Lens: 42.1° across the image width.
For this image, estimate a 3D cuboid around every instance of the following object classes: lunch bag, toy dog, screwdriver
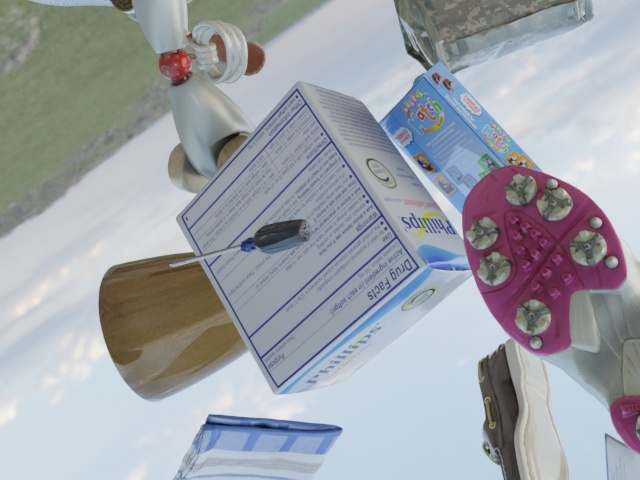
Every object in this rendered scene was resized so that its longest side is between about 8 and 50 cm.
[{"bbox_3d":[0.247,-0.353,1.246,0.235,0.168,0.287,-18,-155,0],"label":"lunch bag"},{"bbox_3d":[-0.146,-0.218,1.199,0.220,0.333,0.161,27,-134,26],"label":"toy dog"},{"bbox_3d":[-0.074,0.010,0.700,0.170,0.024,0.025,-19,-122,38],"label":"screwdriver"}]

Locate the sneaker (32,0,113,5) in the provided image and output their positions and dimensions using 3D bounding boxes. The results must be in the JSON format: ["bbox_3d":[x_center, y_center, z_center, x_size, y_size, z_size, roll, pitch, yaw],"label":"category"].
[{"bbox_3d":[-0.405,-0.468,1.357,0.256,0.151,0.094,2,177,-8],"label":"sneaker"}]

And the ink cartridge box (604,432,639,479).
[{"bbox_3d":[0.567,0.478,1.263,0.072,0.303,0.307,-15,-162,-17],"label":"ink cartridge box"}]

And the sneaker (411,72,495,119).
[{"bbox_3d":[0.235,-0.189,1.390,0.092,0.228,0.087,-40,-165,-11],"label":"sneaker"}]

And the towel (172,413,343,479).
[{"bbox_3d":[-0.109,0.348,1.208,0.034,0.209,0.285,-102,-151,-44],"label":"towel"}]

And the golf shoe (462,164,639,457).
[{"bbox_3d":[0.221,0.068,0.630,0.115,0.306,0.140,-42,148,13],"label":"golf shoe"}]

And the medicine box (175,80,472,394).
[{"bbox_3d":[0.000,0.000,1.048,0.263,0.289,0.149,-44,157,27],"label":"medicine box"}]

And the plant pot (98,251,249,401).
[{"bbox_3d":[-0.183,0.109,1.341,0.255,0.237,0.237,-20,-165,13],"label":"plant pot"}]

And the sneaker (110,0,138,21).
[{"bbox_3d":[-0.291,-0.387,1.242,0.064,0.192,0.086,-41,152,14],"label":"sneaker"}]

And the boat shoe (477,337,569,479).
[{"bbox_3d":[0.304,0.295,1.291,0.097,0.117,0.324,-36,-147,32],"label":"boat shoe"}]

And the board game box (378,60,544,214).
[{"bbox_3d":[0.180,-0.108,1.049,0.039,0.211,0.160,-45,-178,-21],"label":"board game box"}]
